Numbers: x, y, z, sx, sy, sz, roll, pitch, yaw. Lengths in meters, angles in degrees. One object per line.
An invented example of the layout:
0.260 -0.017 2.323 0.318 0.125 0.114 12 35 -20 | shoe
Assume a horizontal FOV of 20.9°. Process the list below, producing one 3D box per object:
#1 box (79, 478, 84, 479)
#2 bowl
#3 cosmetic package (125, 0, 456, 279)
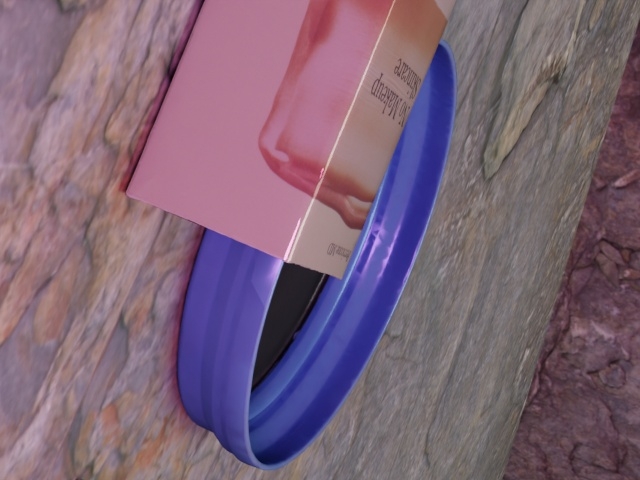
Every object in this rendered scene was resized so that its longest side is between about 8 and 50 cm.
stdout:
-0.201 0.243 1.232 0.137 0.027 0.094 -44 153 -54 | box
0.000 0.000 1.460 0.391 0.077 0.391 -57 161 -33 | bowl
-0.001 -0.135 1.190 0.296 0.129 0.153 -68 165 2 | cosmetic package
